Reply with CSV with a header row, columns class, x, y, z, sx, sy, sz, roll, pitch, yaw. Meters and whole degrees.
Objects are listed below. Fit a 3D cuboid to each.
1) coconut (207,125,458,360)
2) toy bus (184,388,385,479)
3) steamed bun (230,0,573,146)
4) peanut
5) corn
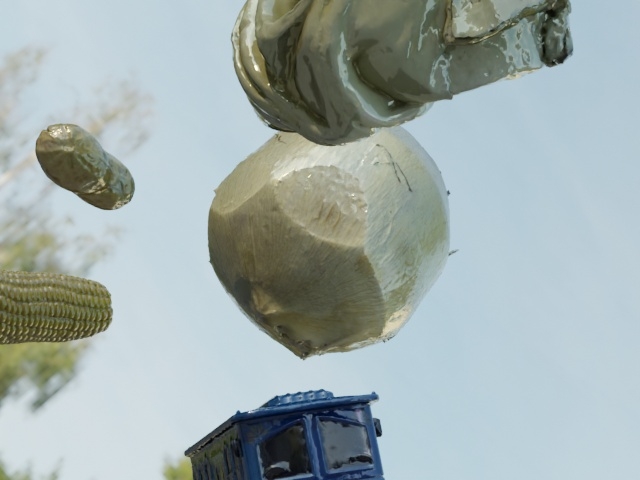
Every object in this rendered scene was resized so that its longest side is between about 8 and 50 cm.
class,x,y,z,sx,sy,sz,roll,pitch,yaw
coconut,0.000,0.000,2.352,0.346,0.360,0.346,28,-39,25
toy bus,-0.031,0.243,1.515,0.288,0.138,0.175,134,-52,-70
steamed bun,0.071,-0.265,1.709,0.394,0.346,0.238,-11,-69,29
peanut,-0.282,-0.085,1.961,0.080,0.080,0.174,34,-3,33
corn,-0.407,0.085,2.106,0.106,0.305,0.106,-2,-92,48
